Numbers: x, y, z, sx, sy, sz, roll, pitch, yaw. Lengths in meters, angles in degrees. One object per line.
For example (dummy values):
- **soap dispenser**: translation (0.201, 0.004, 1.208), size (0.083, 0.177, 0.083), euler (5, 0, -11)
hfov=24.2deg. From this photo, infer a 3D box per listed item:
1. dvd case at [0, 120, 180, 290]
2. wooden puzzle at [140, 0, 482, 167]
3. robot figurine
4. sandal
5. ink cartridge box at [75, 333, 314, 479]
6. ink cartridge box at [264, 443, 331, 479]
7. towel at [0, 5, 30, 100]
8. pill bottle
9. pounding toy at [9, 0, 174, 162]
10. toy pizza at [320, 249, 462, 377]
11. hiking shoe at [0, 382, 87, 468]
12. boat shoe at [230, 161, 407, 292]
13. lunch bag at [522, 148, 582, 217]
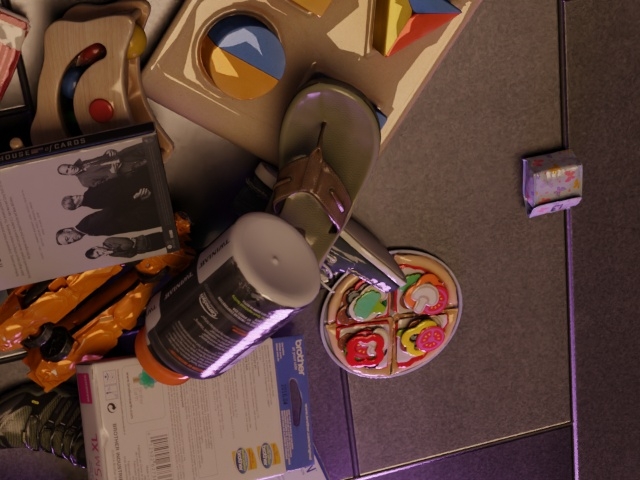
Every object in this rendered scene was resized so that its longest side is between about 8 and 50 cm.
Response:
- **dvd case**: translation (-0.287, -0.034, 1.673), size (0.239, 0.029, 0.179), euler (-12, 133, -6)
- **wooden puzzle**: translation (0.002, -0.239, 1.761), size (0.322, 0.080, 0.348), euler (27, 108, -28)
- **robot figurine**: translation (-0.277, 0.052, 1.824), size (0.291, 0.085, 0.211), euler (-38, 136, 7)
- **sandal**: translation (-0.009, -0.048, 1.757), size (0.120, 0.086, 0.302), euler (15, 117, -5)
- **ink cartridge box**: translation (-0.153, 0.225, 1.903), size (0.311, 0.065, 0.185), euler (-7, 91, -33)
- **ink cartridge box**: translation (-0.121, 0.429, 2.100), size (0.330, 0.071, 0.324), euler (-25, 120, -3)
- **towel**: translation (-0.497, -0.151, 1.690), size (0.237, 0.037, 0.329), euler (21, 109, -23)
- **pill bottle**: translation (-0.120, 0.080, 1.762), size (0.130, 0.130, 0.246), euler (27, 133, -27)
- **pounding toy**: translation (-0.250, -0.129, 1.680), size (0.154, 0.155, 0.269), euler (15, 115, 3)
- **toy pizza**: translation (0.098, 0.105, 2.008), size (0.201, 0.032, 0.201), euler (-7, 120, -13)
- **hiking shoe**: translation (-0.321, 0.241, 1.909), size (0.227, 0.114, 0.086), euler (-7, 121, -13)
- **boat shoe**: translation (0.000, 0.000, 1.884), size (0.254, 0.095, 0.079), euler (34, 103, -28)
- **lunch bag**: translation (0.306, -0.070, 1.962), size (0.071, 0.053, 0.083), euler (-11, 130, -9)
